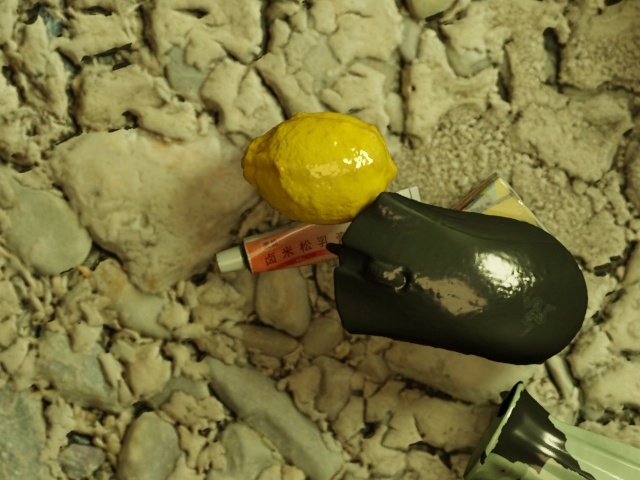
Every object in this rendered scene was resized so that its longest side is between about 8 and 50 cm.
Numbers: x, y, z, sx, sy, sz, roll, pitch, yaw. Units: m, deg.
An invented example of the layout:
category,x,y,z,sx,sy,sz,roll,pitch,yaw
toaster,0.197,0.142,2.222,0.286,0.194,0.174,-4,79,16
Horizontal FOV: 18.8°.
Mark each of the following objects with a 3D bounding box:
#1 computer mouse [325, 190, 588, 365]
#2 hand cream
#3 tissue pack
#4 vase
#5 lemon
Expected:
category,x,y,z,sx,sy,sz,roll,pitch,yaw
computer mouse,0.132,0.043,1.855,0.264,0.088,0.147,12,102,0
hand cream,0.000,0.001,1.945,0.216,0.038,0.052,-14,130,2
tissue pack,0.155,0.018,1.920,0.148,0.060,0.108,-40,100,10
vase,0.324,0.278,1.917,0.360,0.165,0.165,29,100,2
lemon,-0.002,-0.071,1.889,0.155,0.114,0.114,1,100,3
